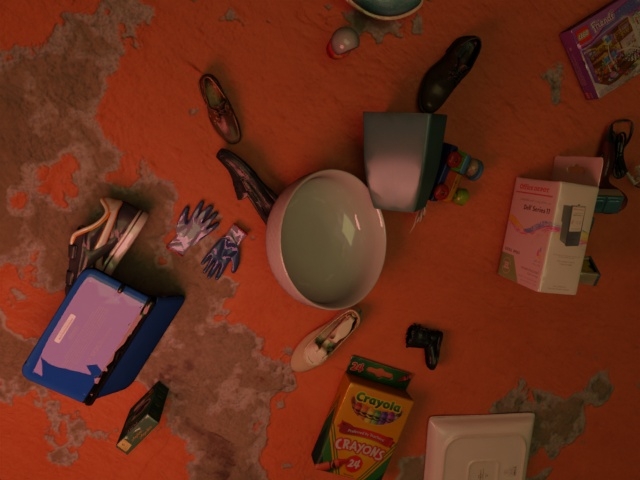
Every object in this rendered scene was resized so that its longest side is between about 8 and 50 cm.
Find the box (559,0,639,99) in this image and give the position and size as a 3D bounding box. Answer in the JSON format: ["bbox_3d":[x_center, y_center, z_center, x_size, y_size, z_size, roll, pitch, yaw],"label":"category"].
[{"bbox_3d":[0.813,-0.542,1.437,0.293,0.057,0.201,-32,105,-3],"label":"box"}]

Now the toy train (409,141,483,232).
[{"bbox_3d":[0.331,-0.122,1.417,0.143,0.105,0.248,14,102,-29],"label":"toy train"}]

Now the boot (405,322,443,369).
[{"bbox_3d":[0.286,0.298,1.503,0.099,0.045,0.121,12,91,-14],"label":"boot"}]

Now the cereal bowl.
[{"bbox_3d":[0.000,0.000,1.319,0.338,0.141,0.339,2,86,-37],"label":"cereal bowl"}]

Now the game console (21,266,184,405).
[{"bbox_3d":[-0.504,0.220,1.273,0.250,0.173,0.293,32,93,-18],"label":"game console"}]

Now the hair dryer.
[{"bbox_3d":[0.795,-0.185,1.506,0.293,0.080,0.224,-31,88,-9],"label":"hair dryer"}]

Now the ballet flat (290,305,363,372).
[{"bbox_3d":[0.017,0.269,1.431,0.248,0.086,0.086,-45,104,0],"label":"ballet flat"}]

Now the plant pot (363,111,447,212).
[{"bbox_3d":[0.204,-0.193,1.311,0.165,0.165,0.235,7,104,25],"label":"plant pot"}]

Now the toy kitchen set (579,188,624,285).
[{"bbox_3d":[0.737,-0.009,1.429,0.122,0.166,0.207,2,127,3],"label":"toy kitchen set"}]

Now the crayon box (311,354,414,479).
[{"bbox_3d":[0.124,0.502,1.493,0.202,0.081,0.319,19,96,-12],"label":"crayon box"}]

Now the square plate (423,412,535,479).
[{"bbox_3d":[0.479,0.691,1.607,0.343,0.049,0.348,1,100,-10],"label":"square plate"}]

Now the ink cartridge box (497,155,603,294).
[{"bbox_3d":[0.599,-0.054,1.410,0.119,0.207,0.354,7,98,-12],"label":"ink cartridge box"}]

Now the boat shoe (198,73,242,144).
[{"bbox_3d":[-0.244,-0.315,1.289,0.064,0.060,0.178,-25,104,-5],"label":"boat shoe"}]

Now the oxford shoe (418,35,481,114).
[{"bbox_3d":[0.326,-0.424,1.354,0.082,0.096,0.227,30,96,-16],"label":"oxford shoe"}]

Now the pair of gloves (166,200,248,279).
[{"bbox_3d":[-0.282,0.003,1.360,0.198,0.023,0.159,36,94,-13],"label":"pair of gloves"}]

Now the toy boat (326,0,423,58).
[{"bbox_3d":[0.107,-0.575,1.259,0.267,0.148,0.318,25,95,-14],"label":"toy boat"}]

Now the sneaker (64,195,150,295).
[{"bbox_3d":[-0.544,0.044,1.270,0.127,0.126,0.321,32,86,-17],"label":"sneaker"}]

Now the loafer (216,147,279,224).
[{"bbox_3d":[-0.181,-0.132,1.325,0.078,0.076,0.223,-45,108,-8],"label":"loafer"}]

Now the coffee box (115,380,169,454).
[{"bbox_3d":[-0.438,0.436,1.327,0.113,0.184,0.040,-45,103,0],"label":"coffee box"}]
